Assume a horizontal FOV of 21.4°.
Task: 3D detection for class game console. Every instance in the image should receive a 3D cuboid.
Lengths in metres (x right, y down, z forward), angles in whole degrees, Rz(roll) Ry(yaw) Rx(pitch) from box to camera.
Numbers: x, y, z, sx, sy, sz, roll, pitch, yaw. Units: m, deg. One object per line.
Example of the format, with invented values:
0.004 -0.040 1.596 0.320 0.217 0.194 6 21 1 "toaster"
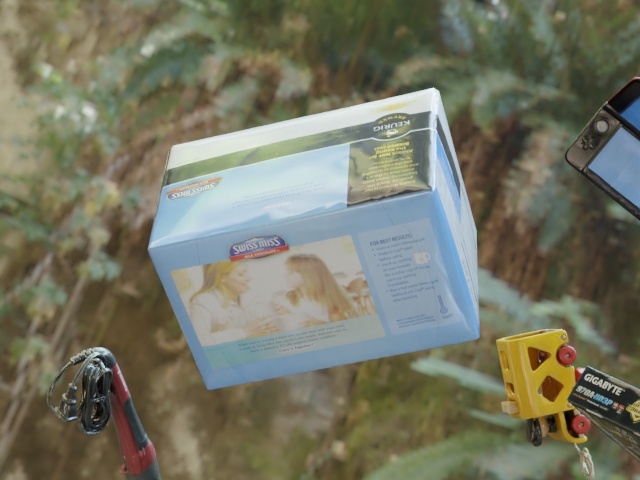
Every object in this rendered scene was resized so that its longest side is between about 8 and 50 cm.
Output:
0.371 -0.097 1.928 0.144 0.124 0.085 39 5 -1 "game console"

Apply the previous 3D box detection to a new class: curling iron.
-0.167 0.194 1.448 0.035 0.068 0.274 32 -29 41 "curling iron"

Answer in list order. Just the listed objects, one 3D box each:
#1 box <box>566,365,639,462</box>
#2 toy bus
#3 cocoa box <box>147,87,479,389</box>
0.408 0.241 1.939 0.220 0.051 0.175 40 -9 -36 "box"
0.311 0.222 2.403 0.104 0.202 0.191 -11 -47 -11 "toy bus"
0.000 0.000 2.026 0.347 0.228 0.231 -12 -55 12 "cocoa box"
